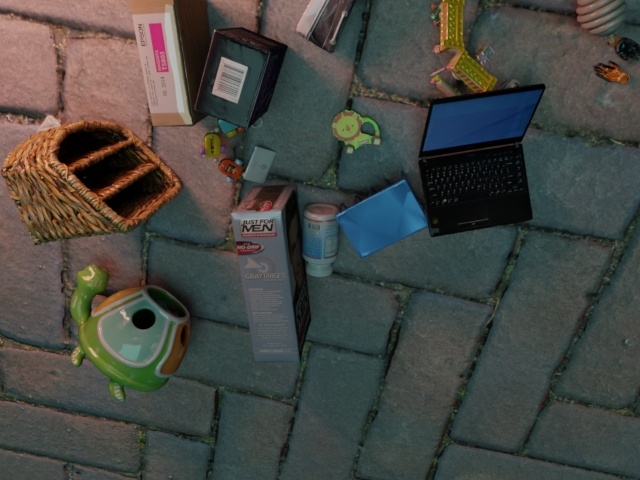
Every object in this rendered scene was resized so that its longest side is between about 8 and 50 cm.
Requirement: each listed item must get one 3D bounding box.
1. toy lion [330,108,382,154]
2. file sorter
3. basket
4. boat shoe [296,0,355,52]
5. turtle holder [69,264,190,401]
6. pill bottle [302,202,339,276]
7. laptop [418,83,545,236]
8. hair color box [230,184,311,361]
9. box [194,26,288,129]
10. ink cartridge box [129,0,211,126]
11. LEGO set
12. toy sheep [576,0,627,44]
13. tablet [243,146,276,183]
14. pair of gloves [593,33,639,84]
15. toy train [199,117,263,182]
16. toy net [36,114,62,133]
[{"bbox_3d":[0.076,-0.242,1.113,0.100,0.034,0.096,-15,103,13],"label":"toy lion"},{"bbox_3d":[0.138,-0.063,1.141,0.170,0.104,0.118,-27,109,18],"label":"file sorter"},{"bbox_3d":[-0.461,-0.146,1.072,0.223,0.299,0.213,-7,111,12],"label":"basket"},{"bbox_3d":[0.069,-0.499,0.958,0.102,0.108,0.301,32,116,-7],"label":"boat shoe"},{"bbox_3d":[-0.472,0.217,1.295,0.227,0.243,0.320,-50,60,8],"label":"turtle holder"},{"bbox_3d":[0.000,0.000,1.195,0.087,0.087,0.160,5,114,5],"label":"pill bottle"},{"bbox_3d":[0.331,-0.153,1.027,0.235,0.136,0.264,-9,93,-6],"label":"laptop"},{"bbox_3d":[-0.104,0.076,1.187,0.114,0.185,0.374,-2,113,8],"label":"hair color box"},{"bbox_3d":[-0.151,-0.325,1.005,0.108,0.207,0.153,21,115,-3],"label":"box"},{"bbox_3d":[-0.279,-0.359,1.013,0.088,0.193,0.234,0,113,7],"label":"ink cartridge box"},{"bbox_3d":[0.267,-0.378,1.011,0.132,0.107,0.287,-37,103,-16],"label":"LEGO set"},{"bbox_3d":[0.520,-0.426,0.944,0.091,0.091,0.132,-32,107,19],"label":"toy sheep"},{"bbox_3d":[-0.138,-0.172,1.167,0.054,0.006,0.083,11,118,-32],"label":"tablet"},{"bbox_3d":[0.590,-0.356,1.009,0.074,0.010,0.083,23,112,-2],"label":"pair of gloves"},{"bbox_3d":[-0.203,-0.220,1.150,0.125,0.046,0.166,19,106,-31],"label":"toy train"},{"bbox_3d":[-0.649,-0.189,1.217,0.122,0.045,0.232,15,113,2],"label":"toy net"}]
